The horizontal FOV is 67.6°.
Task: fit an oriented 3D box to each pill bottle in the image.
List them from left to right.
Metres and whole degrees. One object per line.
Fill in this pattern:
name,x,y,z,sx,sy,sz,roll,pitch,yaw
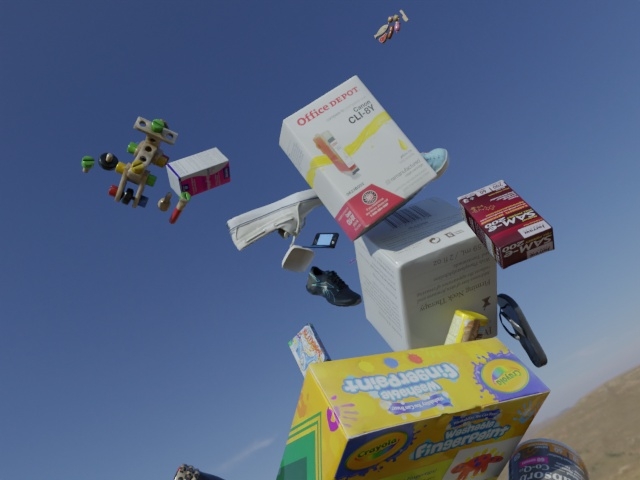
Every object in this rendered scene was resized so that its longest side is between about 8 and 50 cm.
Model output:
pill bottle,0.446,0.531,0.922,0.162,0.162,0.278,-44,-4,25

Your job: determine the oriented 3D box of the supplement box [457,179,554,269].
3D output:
supplement box,0.446,-0.046,1.171,0.130,0.239,0.073,-23,-55,4

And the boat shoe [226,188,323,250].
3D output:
boat shoe,-0.115,-0.053,1.585,0.367,0.156,0.136,-22,-4,-12

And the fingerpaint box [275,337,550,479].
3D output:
fingerpaint box,0.160,0.394,0.915,0.444,0.163,0.371,-1,-59,-28

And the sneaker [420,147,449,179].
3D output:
sneaker,0.419,-0.321,2.015,0.366,0.135,0.150,-41,-51,-29

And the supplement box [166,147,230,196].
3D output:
supplement box,-0.481,-0.268,1.901,0.220,0.114,0.111,-28,-38,-28

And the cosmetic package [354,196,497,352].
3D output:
cosmetic package,0.331,0.124,1.529,0.329,0.327,0.394,-19,-62,-13

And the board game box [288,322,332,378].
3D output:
board game box,-0.047,0.466,2.006,0.136,0.201,0.035,-48,-45,15

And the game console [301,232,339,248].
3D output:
game console,0.000,0.000,1.988,0.122,0.107,0.071,1,-30,38

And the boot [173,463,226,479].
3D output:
boot,-0.304,0.767,1.362,0.284,0.138,0.377,23,-42,-5

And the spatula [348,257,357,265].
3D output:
spatula,0.205,0.102,2.448,0.084,0.030,0.296,-29,3,-8

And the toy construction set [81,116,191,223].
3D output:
toy construction set,-0.510,-0.225,1.466,0.237,0.309,0.257,-41,4,47

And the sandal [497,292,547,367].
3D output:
sandal,0.615,0.277,1.495,0.054,0.254,0.097,-21,-31,-3

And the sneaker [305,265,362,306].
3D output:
sneaker,0.046,0.178,1.840,0.101,0.267,0.106,-13,-67,-48

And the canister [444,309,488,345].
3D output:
canister,0.405,0.288,1.357,0.126,0.073,0.170,12,-83,-46

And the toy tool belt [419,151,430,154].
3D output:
toy tool belt,0.465,-0.373,2.177,0.083,0.052,0.051,-13,-74,-24

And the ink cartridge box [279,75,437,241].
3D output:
ink cartridge box,0.099,-0.239,1.394,0.279,0.385,0.160,-36,-6,-16

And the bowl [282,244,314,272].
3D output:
bowl,-0.114,0.085,2.356,0.142,0.053,0.142,16,-64,-31

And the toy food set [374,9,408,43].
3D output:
toy food set,0.233,-0.709,1.596,0.019,0.078,0.122,10,-42,-46
